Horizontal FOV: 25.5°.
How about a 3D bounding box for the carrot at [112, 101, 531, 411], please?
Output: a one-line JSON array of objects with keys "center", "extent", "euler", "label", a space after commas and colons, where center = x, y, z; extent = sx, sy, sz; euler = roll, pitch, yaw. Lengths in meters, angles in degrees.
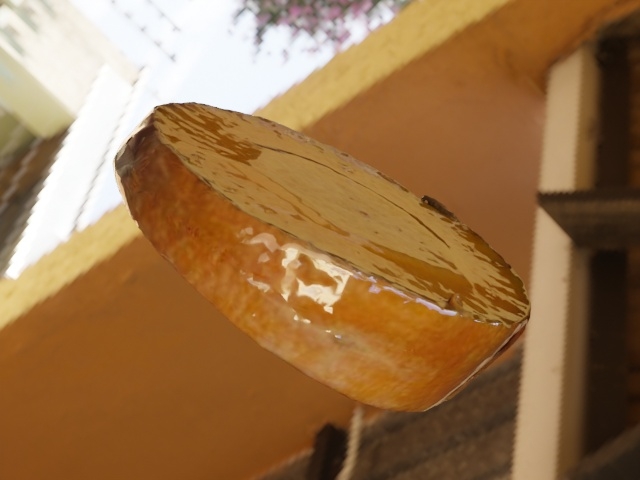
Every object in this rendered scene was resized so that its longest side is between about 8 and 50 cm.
[{"center": [0.000, 0.000, 0.963], "extent": [0.100, 0.307, 0.258], "euler": [-53, -149, 14], "label": "carrot"}]
